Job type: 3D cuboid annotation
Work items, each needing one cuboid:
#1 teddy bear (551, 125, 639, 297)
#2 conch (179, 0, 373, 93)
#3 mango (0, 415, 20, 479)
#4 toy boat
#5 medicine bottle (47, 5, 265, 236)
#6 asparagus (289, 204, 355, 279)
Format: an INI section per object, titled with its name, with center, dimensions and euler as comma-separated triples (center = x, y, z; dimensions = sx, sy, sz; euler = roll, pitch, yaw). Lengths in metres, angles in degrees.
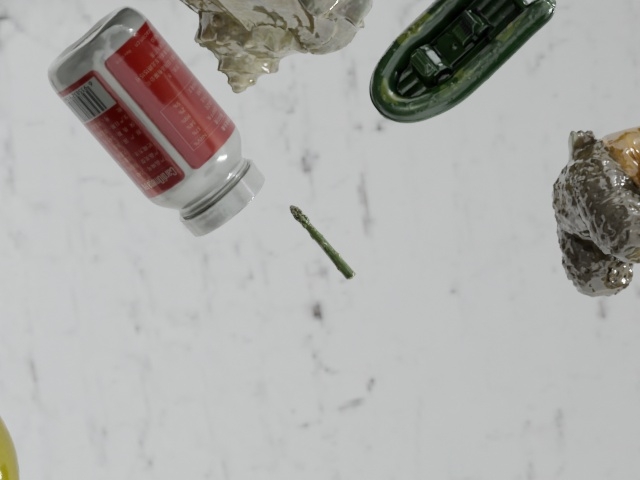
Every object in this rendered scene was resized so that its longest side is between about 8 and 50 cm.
[teddy bear]
center = 0.299, -0.047, 1.321
dimensions = 0.177, 0.190, 0.140
euler = 88, -15, -72
[conch]
center = -0.065, -0.302, 1.417
dimensions = 0.297, 0.210, 0.352
euler = 33, -43, 53
[mango]
center = -0.396, 0.141, 1.367
dimensions = 0.332, 0.142, 0.195
euler = 13, -51, 45
[toy boat]
center = 0.135, -0.196, 1.487
dimensions = 0.210, 0.052, 0.104
euler = -41, -113, 12
[medicine bottle]
center = -0.179, -0.130, 1.676
dimensions = 0.250, 0.131, 0.131
euler = 50, -26, -17
[asparagus]
center = 0.000, 0.000, 1.695
dimensions = 0.114, 0.014, 0.015
euler = 50, -25, 16
